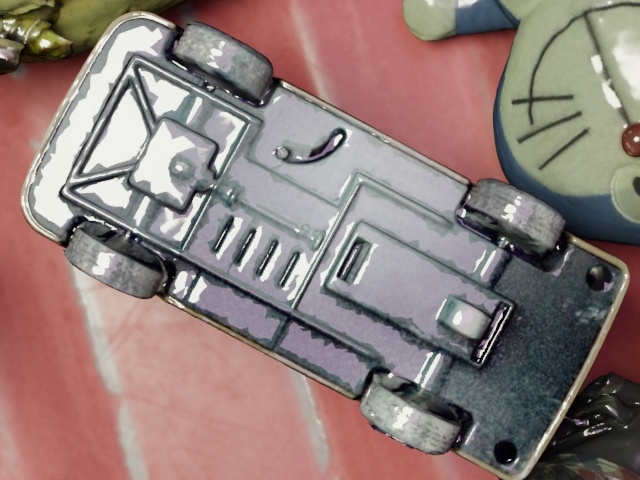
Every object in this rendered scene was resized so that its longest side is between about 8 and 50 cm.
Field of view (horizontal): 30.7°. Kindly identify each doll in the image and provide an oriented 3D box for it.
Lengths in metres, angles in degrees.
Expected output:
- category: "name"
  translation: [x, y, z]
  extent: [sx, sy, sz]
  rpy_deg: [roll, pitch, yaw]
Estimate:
- category: "doll"
  translation: [0.162, -0.123, 0.642]
  extent: [0.228, 0.154, 0.258]
  rpy_deg: [-20, 77, 29]

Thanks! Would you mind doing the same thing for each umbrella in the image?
- category: "umbrella"
  translation: [0.212, 0.086, 0.644]
  extent: [0.272, 0.110, 0.122]
  rpy_deg: [-39, 87, -4]

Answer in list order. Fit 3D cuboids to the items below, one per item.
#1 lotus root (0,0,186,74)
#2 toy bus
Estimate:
- category: "lotus root"
  translation: [-0.092, -0.199, 0.628]
  extent: [0.309, 0.173, 0.173]
  rpy_deg: [-28, 87, -10]
- category: "toy bus"
  translation: [0.000, 0.000, 0.621]
  extent: [0.290, 0.157, 0.139]
  rpy_deg: [26, 90, -2]
